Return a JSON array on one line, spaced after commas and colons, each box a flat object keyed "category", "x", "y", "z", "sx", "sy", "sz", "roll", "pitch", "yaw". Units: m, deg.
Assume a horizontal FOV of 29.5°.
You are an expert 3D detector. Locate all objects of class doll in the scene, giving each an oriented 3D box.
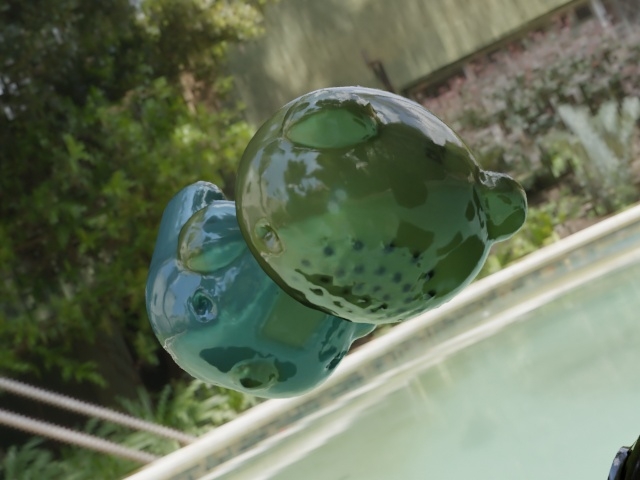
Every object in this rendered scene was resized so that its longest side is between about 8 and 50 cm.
[{"category": "doll", "x": 0.000, "y": 0.000, "z": 0.832, "sx": 0.177, "sy": 0.161, "sz": 0.261, "roll": 27, "pitch": -43, "yaw": -23}]

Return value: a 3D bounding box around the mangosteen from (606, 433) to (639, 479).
[{"category": "mangosteen", "x": 0.391, "y": 0.274, "z": 0.937, "sx": 0.381, "sy": 0.421, "sz": 0.381, "roll": 5, "pitch": 31, "yaw": -3}]
